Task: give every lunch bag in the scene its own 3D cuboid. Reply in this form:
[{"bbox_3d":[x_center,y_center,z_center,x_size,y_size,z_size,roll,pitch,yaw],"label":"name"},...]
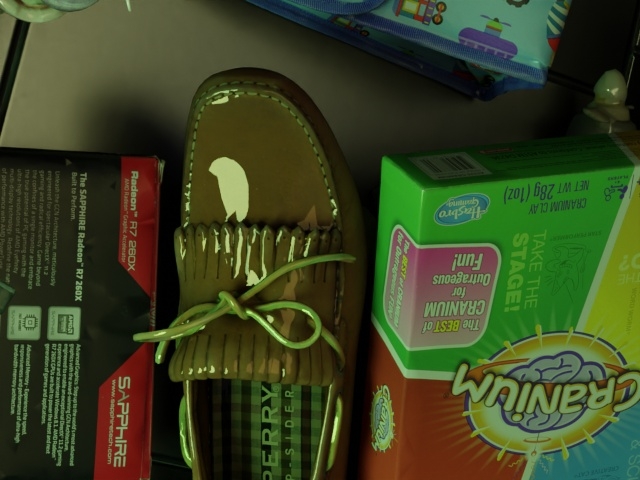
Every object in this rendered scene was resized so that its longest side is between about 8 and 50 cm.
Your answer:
[{"bbox_3d":[0.049,-0.259,1.314,0.293,0.138,0.221,18,85,-13],"label":"lunch bag"}]

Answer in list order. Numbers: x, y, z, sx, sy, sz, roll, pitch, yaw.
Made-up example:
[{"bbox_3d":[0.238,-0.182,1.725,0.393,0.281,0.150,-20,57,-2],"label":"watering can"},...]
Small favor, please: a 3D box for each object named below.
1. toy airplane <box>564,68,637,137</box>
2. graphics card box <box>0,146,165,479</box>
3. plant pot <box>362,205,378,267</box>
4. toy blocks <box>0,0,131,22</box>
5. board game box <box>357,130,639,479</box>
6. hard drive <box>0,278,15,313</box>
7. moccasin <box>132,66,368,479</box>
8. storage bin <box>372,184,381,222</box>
[{"bbox_3d":[0.380,-0.018,1.425,0.384,0.272,0.386,-33,121,18],"label":"toy airplane"},{"bbox_3d":[-0.294,0.048,1.159,0.371,0.094,0.232,1,92,-27],"label":"graphics card box"},{"bbox_3d":[0.000,0.000,1.317,0.079,0.083,0.083,-1,93,-39],"label":"plant pot"},{"bbox_3d":[-0.202,-0.274,1.097,0.309,0.260,0.288,-28,103,-23],"label":"toy blocks"},{"bbox_3d":[0.153,0.083,1.264,0.242,0.064,0.316,-7,117,-22],"label":"board game box"},{"bbox_3d":[-0.259,0.003,1.069,0.135,0.094,0.022,33,78,-23],"label":"hard drive"},{"bbox_3d":[-0.047,0.070,1.209,0.139,0.147,0.380,8,111,9],"label":"moccasin"},{"bbox_3d":[0.090,-0.010,1.330,0.098,0.135,0.091,-14,87,-29],"label":"storage bin"}]
